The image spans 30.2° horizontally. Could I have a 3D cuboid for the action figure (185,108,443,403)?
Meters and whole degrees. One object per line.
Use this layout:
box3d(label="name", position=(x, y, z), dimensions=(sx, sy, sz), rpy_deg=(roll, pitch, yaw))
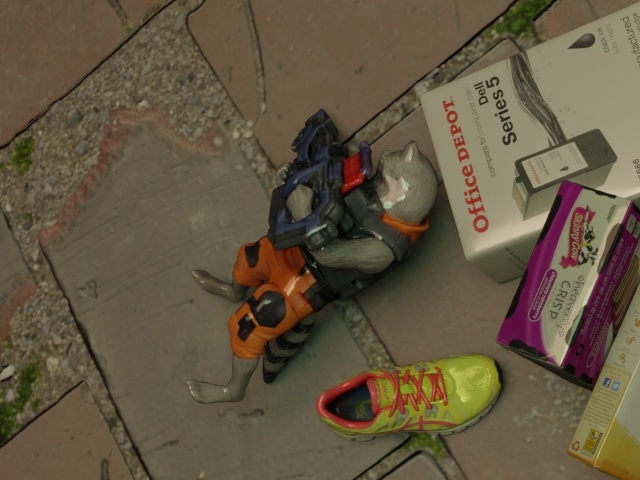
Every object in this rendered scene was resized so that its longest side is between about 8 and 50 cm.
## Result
box3d(label="action figure", position=(0.000, 0.000, 1.306), dimensions=(0.330, 0.178, 0.341), rpy_deg=(-38, 19, 25))

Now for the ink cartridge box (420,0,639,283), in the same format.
box3d(label="ink cartridge box", position=(0.262, -0.099, 1.221), dimensions=(0.272, 0.114, 0.198), rpy_deg=(-22, 67, 20))

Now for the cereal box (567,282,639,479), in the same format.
box3d(label="cereal box", position=(0.343, 0.118, 1.092), dimensions=(0.047, 0.173, 0.240), rpy_deg=(20, 86, 62))

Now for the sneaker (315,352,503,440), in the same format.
box3d(label="sneaker", position=(0.089, 0.166, 1.246), dimensions=(0.208, 0.094, 0.082), rpy_deg=(-19, 67, 19))

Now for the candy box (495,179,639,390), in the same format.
box3d(label="candy box", position=(0.260, 0.056, 1.111), dimensions=(0.071, 0.233, 0.159), rpy_deg=(22, 87, 31))
